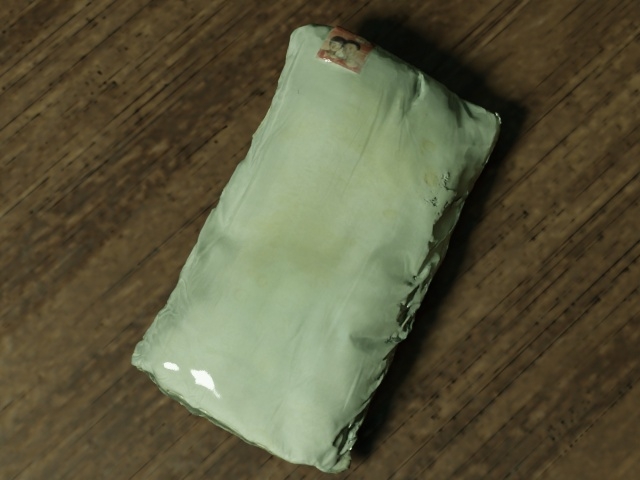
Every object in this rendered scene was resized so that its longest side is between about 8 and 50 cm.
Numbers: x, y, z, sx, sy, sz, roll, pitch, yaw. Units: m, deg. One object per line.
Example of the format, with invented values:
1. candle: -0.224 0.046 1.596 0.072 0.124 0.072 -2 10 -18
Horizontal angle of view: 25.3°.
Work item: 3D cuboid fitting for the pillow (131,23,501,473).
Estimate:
1. pillow: 0.000 0.000 0.763 0.128 0.051 0.229 24 74 5
